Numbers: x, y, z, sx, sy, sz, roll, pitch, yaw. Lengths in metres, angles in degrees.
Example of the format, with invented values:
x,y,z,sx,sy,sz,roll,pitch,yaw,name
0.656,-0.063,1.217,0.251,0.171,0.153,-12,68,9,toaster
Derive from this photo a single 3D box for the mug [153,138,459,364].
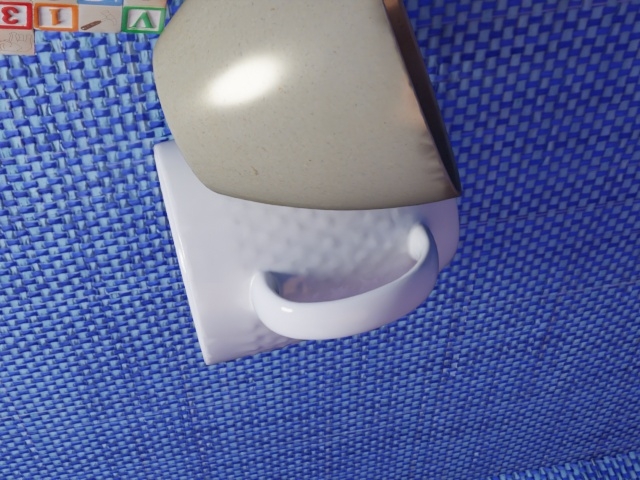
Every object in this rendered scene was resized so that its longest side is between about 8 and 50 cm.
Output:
x,y,z,sx,sy,sz,roll,pitch,yaw,name
0.000,0.000,1.181,0.328,0.374,0.276,-14,118,-9,mug

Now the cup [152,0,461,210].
x,y,z,sx,sy,sz,roll,pitch,yaw,name
-0.023,-0.162,0.995,0.237,0.331,0.331,-19,142,12,cup

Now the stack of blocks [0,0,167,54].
x,y,z,sx,sy,sz,roll,pitch,yaw,name
-0.296,-0.261,0.952,0.297,0.087,0.171,-2,155,-15,stack of blocks
